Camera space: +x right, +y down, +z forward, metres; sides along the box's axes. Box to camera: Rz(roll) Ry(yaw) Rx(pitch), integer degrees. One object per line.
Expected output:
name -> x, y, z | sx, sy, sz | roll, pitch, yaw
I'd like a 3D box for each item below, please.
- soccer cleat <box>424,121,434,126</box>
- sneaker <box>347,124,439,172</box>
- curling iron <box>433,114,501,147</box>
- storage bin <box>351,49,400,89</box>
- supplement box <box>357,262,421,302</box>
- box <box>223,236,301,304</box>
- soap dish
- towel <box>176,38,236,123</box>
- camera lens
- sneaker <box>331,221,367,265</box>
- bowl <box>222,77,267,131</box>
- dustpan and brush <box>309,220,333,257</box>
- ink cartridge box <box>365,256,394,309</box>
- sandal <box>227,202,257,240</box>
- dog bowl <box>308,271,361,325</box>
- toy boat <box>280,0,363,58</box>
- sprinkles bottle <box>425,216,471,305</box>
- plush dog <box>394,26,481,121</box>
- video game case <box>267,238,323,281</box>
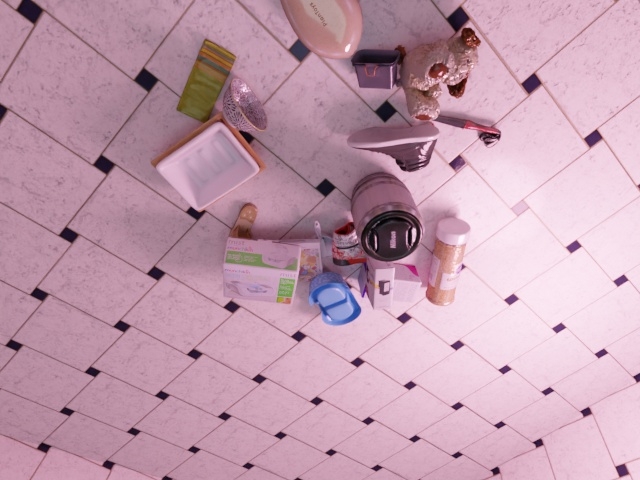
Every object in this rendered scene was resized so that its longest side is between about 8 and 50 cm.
soccer cleat -> 0.359, -0.351, 1.576 | 0.035, 0.029, 0.083 | -3, 123, 8
sneaker -> 0.236, -0.290, 1.561 | 0.295, 0.105, 0.147 | -3, 133, 3
curling iron -> 0.476, -0.369, 1.567 | 0.273, 0.035, 0.068 | 14, 122, -15
storage bin -> 0.164, -0.496, 1.399 | 0.135, 0.098, 0.091 | 9, 139, 22
supplement box -> 0.269, 0.161, 1.875 | 0.219, 0.111, 0.114 | 6, 124, -9
box -> -0.212, 0.110, 1.716 | 0.261, 0.127, 0.231 | 8, 144, -6
soap dish -> -0.353, -0.253, 1.525 | 0.290, 0.118, 0.229 | -30, 122, 15
towel -> -0.346, -0.472, 1.431 | 0.102, 0.021, 0.237 | 24, 120, -19
camera lens -> 0.218, -0.080, 1.601 | 0.219, 0.274, 0.220 | -3, 125, -4
sneaker -> 0.171, 0.001, 1.757 | 0.269, 0.090, 0.145 | -10, 116, -13
bowl -> -0.239, -0.387, 1.417 | 0.080, 0.170, 0.170 | -24, 124, 22
dustpan and brush -> 0.000, 0.000, 1.768 | 0.147, 0.060, 0.211 | -11, 126, 2
ink cartridge box -> 0.212, 0.140, 1.713 | 0.072, 0.127, 0.175 | -5, 118, -7
sandal -> -0.285, -0.016, 1.720 | 0.088, 0.079, 0.240 | 14, 123, -14
dog bowl -> 0.054, 0.232, 1.897 | 0.165, 0.074, 0.297 | -23, 137, 9
toy boat -> 0.065, -0.651, 1.283 | 0.318, 0.148, 0.268 | -25, 119, 21
sprinkles bottle -> 0.488, 0.087, 1.837 | 0.121, 0.121, 0.356 | -2, 126, -4
plush dog -> 0.354, -0.512, 1.396 | 0.225, 0.211, 0.262 | -18, 154, -9
video game case -> -0.097, 0.081, 1.801 | 0.206, 0.026, 0.227 | -2, 137, 4
